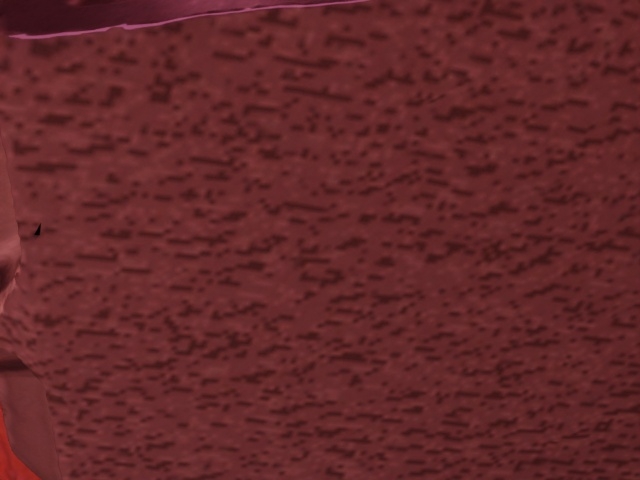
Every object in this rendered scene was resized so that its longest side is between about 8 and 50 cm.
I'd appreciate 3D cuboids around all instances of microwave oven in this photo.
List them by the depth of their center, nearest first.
[{"bbox_3d":[0.000,0.000,0.809,0.374,0.432,0.236,-8,41,-7],"label":"microwave oven"}]
